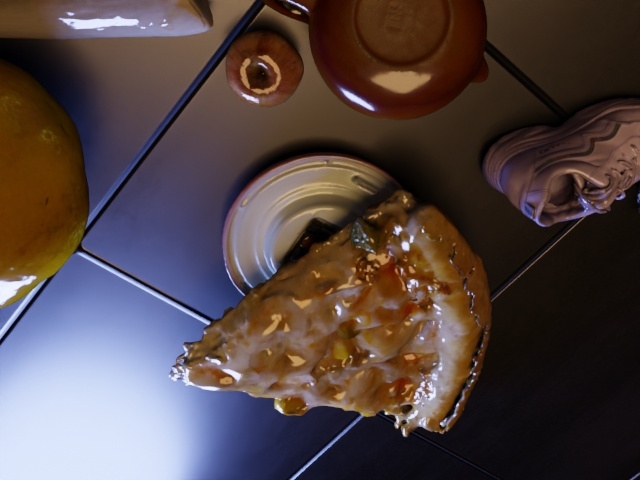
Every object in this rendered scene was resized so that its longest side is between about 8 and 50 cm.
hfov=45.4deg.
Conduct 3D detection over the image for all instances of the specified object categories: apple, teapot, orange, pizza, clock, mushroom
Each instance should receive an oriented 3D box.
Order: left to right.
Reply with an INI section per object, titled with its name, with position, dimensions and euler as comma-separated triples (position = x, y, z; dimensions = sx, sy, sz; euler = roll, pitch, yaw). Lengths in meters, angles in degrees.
[orange]
position = -0.372, -0.053, 0.756
dimensions = 0.279, 0.235, 0.279
euler = -1, 121, -2
[mushroom]
position = -0.304, -0.258, 0.697
dimensions = 0.408, 0.137, 0.154
euler = -5, 136, -12
[apple]
position = -0.060, -0.183, 0.813
dimensions = 0.084, 0.071, 0.084
euler = -1, 116, -2
[clock]
position = 0.000, 0.001, 0.949
dimensions = 0.245, 0.056, 0.244
euler = -3, 124, -5
[teapot]
position = 0.057, -0.214, 0.784
dimensions = 0.252, 0.135, 0.178
euler = 19, 85, 2
[pizza]
position = 0.073, 0.106, 0.960
dimensions = 0.435, 0.080, 0.392
euler = 12, 129, -27

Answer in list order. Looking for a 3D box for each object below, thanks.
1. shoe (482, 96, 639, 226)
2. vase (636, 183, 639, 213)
[shoe]
position = 0.323, -0.086, 0.887
dimensions = 0.245, 0.137, 0.095
euler = -14, 128, 1
[vase]
position = 0.496, -0.062, 0.972
dimensions = 0.167, 0.059, 0.059
euler = -11, 124, -1
